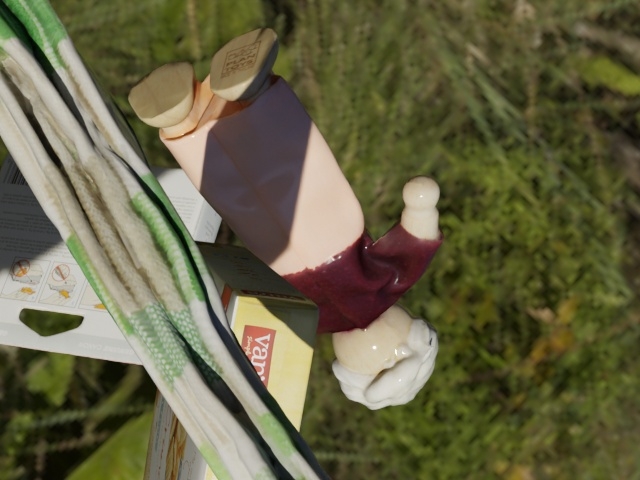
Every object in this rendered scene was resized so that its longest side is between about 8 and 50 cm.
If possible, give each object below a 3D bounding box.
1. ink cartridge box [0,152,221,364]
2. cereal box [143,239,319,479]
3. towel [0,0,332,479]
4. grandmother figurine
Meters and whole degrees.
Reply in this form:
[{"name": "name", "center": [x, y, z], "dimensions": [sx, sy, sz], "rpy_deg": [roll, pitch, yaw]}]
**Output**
[{"name": "ink cartridge box", "center": [-0.263, 0.025, 1.785], "dimensions": [0.060, 0.275, 0.238], "rpy_deg": [57, 45, -57]}, {"name": "cereal box", "center": [-0.055, 0.097, 0.847], "dimensions": [0.240, 0.047, 0.173], "rpy_deg": [-152, -109, -78]}, {"name": "towel", "center": [-0.033, 0.029, 0.506], "dimensions": [0.038, 0.325, 0.248], "rpy_deg": [-35, 153, -5]}, {"name": "grandmother figurine", "center": [0.000, 0.000, 1.228], "dimensions": [0.208, 0.342, 0.104], "rpy_deg": [-13, -144, 25]}]
